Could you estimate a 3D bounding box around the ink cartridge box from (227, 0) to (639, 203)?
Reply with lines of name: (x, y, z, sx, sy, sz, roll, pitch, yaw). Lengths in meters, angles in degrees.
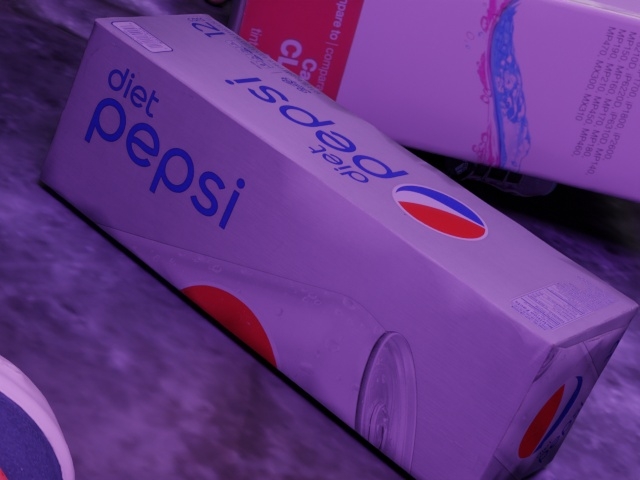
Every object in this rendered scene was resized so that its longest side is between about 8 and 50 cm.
ink cartridge box: (0.100, -0.152, 0.993, 0.306, 0.131, 0.226, 15, 30, -7)

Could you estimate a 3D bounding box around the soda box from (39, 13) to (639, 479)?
soda box: (0.000, 0.000, 0.733, 0.286, 0.098, 0.091, 37, 27, 25)

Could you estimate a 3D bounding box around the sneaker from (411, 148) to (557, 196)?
sneaker: (0.101, -0.048, 0.988, 0.098, 0.038, 0.069, 22, 25, 20)

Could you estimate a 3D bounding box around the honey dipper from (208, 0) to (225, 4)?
honey dipper: (-0.050, -0.205, 1.174, 0.030, 0.030, 0.160, 29, 30, 11)

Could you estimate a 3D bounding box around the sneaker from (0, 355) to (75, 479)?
sneaker: (-0.230, 0.045, 0.392, 0.350, 0.131, 0.148, 16, 13, -15)
